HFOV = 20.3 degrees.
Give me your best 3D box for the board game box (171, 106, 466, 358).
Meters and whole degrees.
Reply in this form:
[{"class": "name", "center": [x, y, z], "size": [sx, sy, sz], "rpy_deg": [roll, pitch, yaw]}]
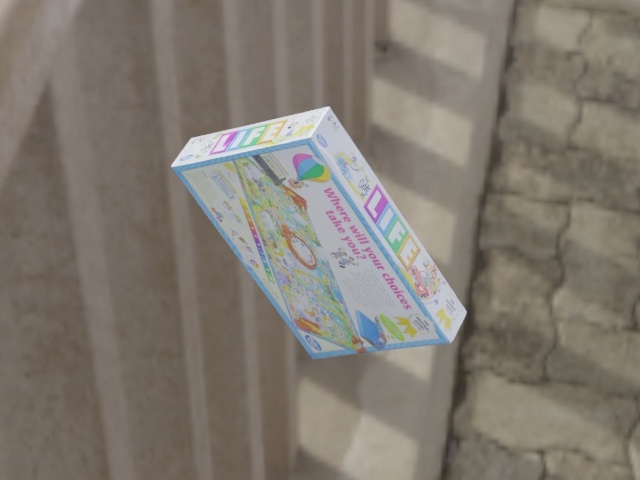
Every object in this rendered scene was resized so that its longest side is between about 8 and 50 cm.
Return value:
[{"class": "board game box", "center": [0.000, 0.000, 0.996], "size": [0.103, 0.154, 0.026], "rpy_deg": [-9, 37, 40]}]
